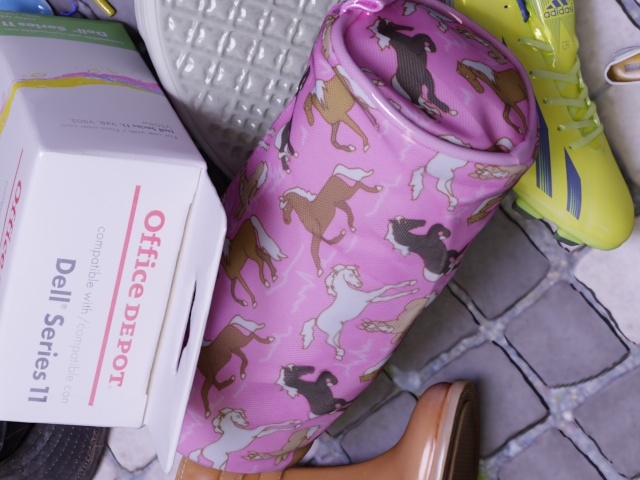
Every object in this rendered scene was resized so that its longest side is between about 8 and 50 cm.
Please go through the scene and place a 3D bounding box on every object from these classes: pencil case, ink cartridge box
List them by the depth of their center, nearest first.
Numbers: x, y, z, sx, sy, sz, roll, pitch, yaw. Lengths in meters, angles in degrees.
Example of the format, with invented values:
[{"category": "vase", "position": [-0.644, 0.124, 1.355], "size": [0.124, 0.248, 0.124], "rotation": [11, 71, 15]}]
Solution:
[{"category": "pencil case", "position": [0.000, 0.000, 1.362], "size": [0.167, 0.160, 0.386], "rotation": [18, 133, -21]}, {"category": "ink cartridge box", "position": [-0.177, -0.008, 1.379], "size": [0.119, 0.353, 0.207], "rotation": [6, 113, -21]}]

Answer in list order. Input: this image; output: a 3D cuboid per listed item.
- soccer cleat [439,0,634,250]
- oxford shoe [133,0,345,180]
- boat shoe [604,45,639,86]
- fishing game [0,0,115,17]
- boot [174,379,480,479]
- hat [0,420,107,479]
[{"category": "soccer cleat", "position": [0.143, -0.123, 1.368], "size": [0.121, 0.093, 0.289], "rotation": [-34, 93, 25]}, {"category": "oxford shoe", "position": [-0.088, -0.244, 1.406], "size": [0.169, 0.130, 0.449], "rotation": [-28, 110, -12]}, {"category": "boat shoe", "position": [0.243, -0.125, 1.360], "size": [0.100, 0.035, 0.035], "rotation": [-8, 104, 24]}, {"category": "fishing game", "position": [-0.286, -0.132, 1.546], "size": [0.264, 0.041, 0.189], "rotation": [-39, 90, 18]}, {"category": "boot", "position": [-0.003, 0.200, 1.537], "size": [0.220, 0.109, 0.283], "rotation": [23, 121, 17]}, {"category": "hat", "position": [-0.344, 0.121, 1.614], "size": [0.331, 0.134, 0.331], "rotation": [7, 110, 19]}]
